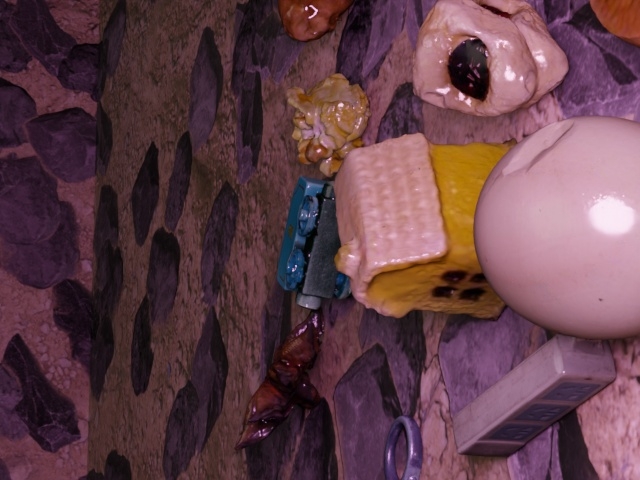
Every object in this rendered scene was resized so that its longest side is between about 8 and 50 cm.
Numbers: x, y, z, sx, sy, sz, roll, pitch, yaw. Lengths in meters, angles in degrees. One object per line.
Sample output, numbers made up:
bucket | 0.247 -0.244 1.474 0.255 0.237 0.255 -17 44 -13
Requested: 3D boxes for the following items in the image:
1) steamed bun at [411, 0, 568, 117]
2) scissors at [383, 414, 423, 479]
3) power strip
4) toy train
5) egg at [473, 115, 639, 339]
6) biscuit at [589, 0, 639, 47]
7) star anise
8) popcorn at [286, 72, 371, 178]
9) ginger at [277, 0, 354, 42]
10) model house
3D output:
steamed bun | 0.216 -0.215 1.631 0.155 0.172 0.141 35 127 47
scissors | 0.096 0.451 1.827 0.256 0.029 0.384 -128 52 -60
power strip | 0.235 0.177 1.519 0.272 0.078 0.052 130 140 -52
toy train | 0.000 0.000 2.132 0.163 0.112 0.203 -135 58 -70
egg | 0.265 -0.012 1.322 0.269 0.219 0.219 7 89 54
biscuit | 0.376 -0.398 1.396 0.365 0.062 0.385 -111 36 -55
star anise | -0.042 0.228 2.161 0.272 0.102 0.272 -61 0 0
popcorn | 0.019 -0.190 2.152 0.141 0.162 0.135 -40 -1 27
ginger | 0.011 -0.483 2.241 0.165 0.172 0.321 5 93 31
model house | 0.127 -0.022 1.652 0.175 0.234 0.193 125 144 -49
